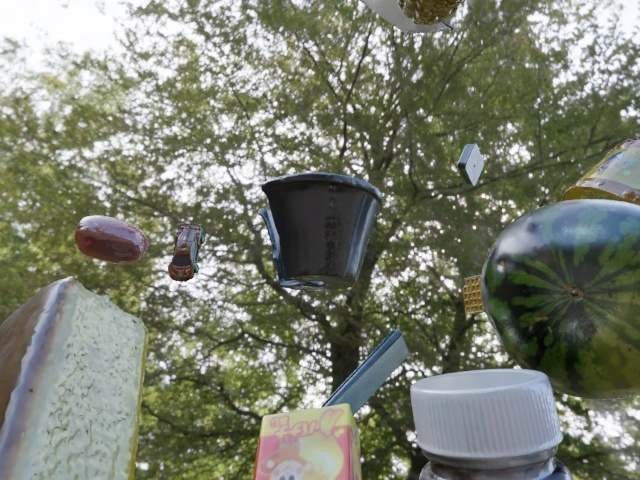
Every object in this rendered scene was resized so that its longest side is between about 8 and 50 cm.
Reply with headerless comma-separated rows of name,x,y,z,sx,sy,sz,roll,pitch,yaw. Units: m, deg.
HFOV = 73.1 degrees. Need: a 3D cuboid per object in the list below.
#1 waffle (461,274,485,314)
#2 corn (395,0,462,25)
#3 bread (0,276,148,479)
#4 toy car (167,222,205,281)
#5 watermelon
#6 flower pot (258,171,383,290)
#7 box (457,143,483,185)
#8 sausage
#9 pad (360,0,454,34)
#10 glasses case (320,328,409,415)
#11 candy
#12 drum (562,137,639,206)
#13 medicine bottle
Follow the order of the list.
waffle,0.547,0.196,1.543,0.021,0.134,0.092,7,-19,-32
corn,0.107,-0.257,0.370,0.080,0.238,0.080,0,-88,5
bread,-0.312,0.251,0.409,0.324,0.333,0.143,-40,-51,18
toy car,-0.270,0.024,0.862,0.059,0.121,0.035,3,-31,2
watermelon,0.383,0.082,0.617,0.286,0.285,0.285,9,-42,9
flower pot,0.000,0.000,1.193,0.380,0.250,0.379,-1,-19,0
box,0.457,-0.230,1.315,0.031,0.090,0.126,18,-12,37
sausage,-0.277,0.001,0.577,0.094,0.059,0.054,23,7,-42
pad,0.102,-0.461,0.813,0.248,0.367,0.007,28,-69,-12
glasses case,0.107,0.334,1.069,0.056,0.266,0.105,28,-28,44
candy,-0.018,0.361,0.560,0.146,0.276,0.087,-13,-57,10
drum,0.963,-0.075,1.272,0.214,0.431,0.431,-41,-60,1
medicine bottle,0.192,0.288,0.465,0.165,0.273,0.165,-6,-10,-1
